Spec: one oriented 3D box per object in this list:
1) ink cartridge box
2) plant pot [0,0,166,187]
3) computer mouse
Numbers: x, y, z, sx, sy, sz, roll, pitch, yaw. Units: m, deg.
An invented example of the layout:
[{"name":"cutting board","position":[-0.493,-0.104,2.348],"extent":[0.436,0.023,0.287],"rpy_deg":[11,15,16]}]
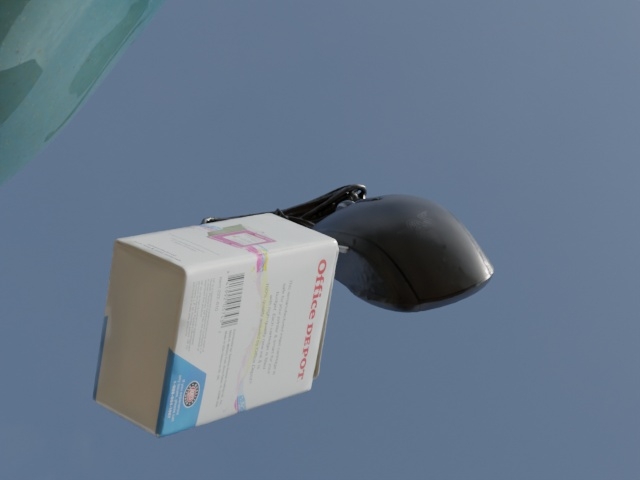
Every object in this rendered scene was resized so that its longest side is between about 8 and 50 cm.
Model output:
[{"name":"ink cartridge box","position":[-0.051,0.040,0.798],"extent":[0.052,0.122,0.089],"rpy_deg":[22,-71,35]},{"name":"plant pot","position":[-0.249,-0.120,0.841],"extent":[0.271,0.272,0.255],"rpy_deg":[29,-104,10]},{"name":"computer mouse","position":[0.000,0.000,1.168],"extent":[0.184,0.262,0.060],"rpy_deg":[-18,-69,-19]}]
